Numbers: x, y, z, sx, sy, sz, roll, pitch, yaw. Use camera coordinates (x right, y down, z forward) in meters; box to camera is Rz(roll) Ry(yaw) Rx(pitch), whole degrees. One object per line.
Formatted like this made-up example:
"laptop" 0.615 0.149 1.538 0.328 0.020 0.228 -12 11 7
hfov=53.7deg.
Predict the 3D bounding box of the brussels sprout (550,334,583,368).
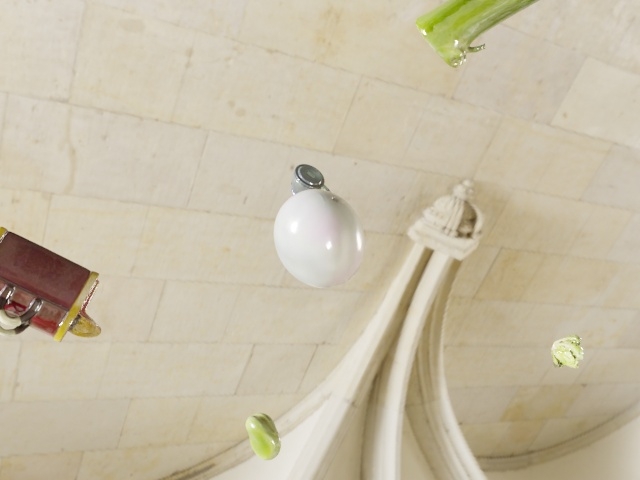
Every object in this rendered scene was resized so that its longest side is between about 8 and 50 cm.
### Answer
"brussels sprout" 0.516 0.238 1.340 0.058 0.085 0.085 11 -155 9

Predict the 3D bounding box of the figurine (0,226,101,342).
"figurine" -0.310 0.067 0.687 0.154 0.082 0.098 31 -149 -15

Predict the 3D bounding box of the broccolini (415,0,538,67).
"broccolini" 0.242 -0.195 0.345 0.074 0.392 0.079 59 -154 -14

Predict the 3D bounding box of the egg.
"egg" 0.000 0.000 0.734 0.103 0.135 0.103 -10 -129 13

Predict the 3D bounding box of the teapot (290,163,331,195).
"teapot" -0.022 -0.107 1.264 0.088 0.057 0.066 36 -138 2

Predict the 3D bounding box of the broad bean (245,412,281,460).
"broad bean" -0.096 0.332 1.067 0.063 0.083 0.045 -11 -170 34
